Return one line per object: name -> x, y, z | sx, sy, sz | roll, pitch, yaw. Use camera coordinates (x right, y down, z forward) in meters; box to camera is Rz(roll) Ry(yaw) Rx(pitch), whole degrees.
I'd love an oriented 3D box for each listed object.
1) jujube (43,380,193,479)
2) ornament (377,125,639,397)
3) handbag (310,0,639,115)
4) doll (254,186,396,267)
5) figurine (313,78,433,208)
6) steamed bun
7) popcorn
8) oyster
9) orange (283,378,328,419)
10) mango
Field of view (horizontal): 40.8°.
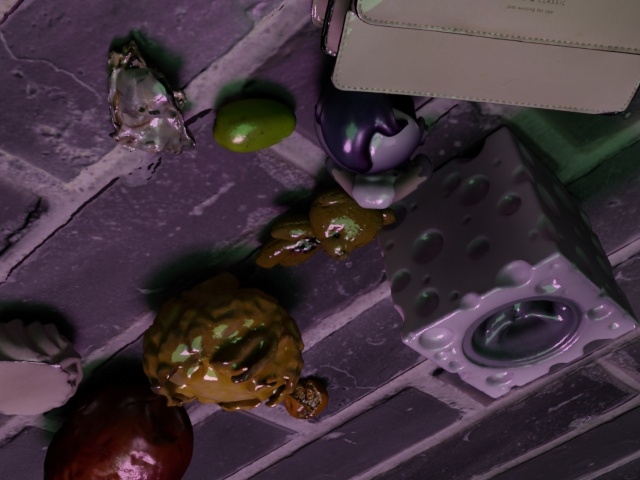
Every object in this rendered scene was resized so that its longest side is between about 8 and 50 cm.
jujube -> -0.357, 0.372, 1.499 | 0.223, 0.223, 0.318 | 21, 134, -31
ornament -> 0.252, 0.038, 1.210 | 0.240, 0.239, 0.239 | -33, 135, 25
handbag -> 0.192, -0.272, 0.905 | 0.359, 0.160, 0.236 | 3, 130, -15
doll -> 0.000, 0.000, 1.220 | 0.137, 0.097, 0.209 | 13, 145, -40
figurine -> 0.053, -0.129, 1.059 | 0.145, 0.145, 0.222 | -14, 141, 4
steamed bun -> -0.458, 0.191, 1.340 | 0.183, 0.106, 0.182 | -8, 138, -8
popcorn -> -0.141, 0.163, 1.314 | 0.250, 0.190, 0.250 | -11, 140, -10
oyster -> -0.202, -0.160, 1.028 | 0.108, 0.053, 0.165 | 17, 148, 9
orange -> -0.026, 0.298, 1.588 | 0.086, 0.062, 0.086 | -6, 142, -5
mango -> -0.081, -0.144, 1.073 | 0.108, 0.056, 0.073 | -9, 145, -21
